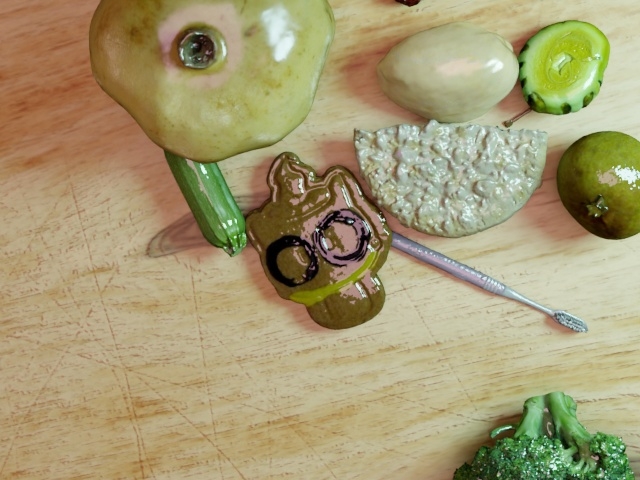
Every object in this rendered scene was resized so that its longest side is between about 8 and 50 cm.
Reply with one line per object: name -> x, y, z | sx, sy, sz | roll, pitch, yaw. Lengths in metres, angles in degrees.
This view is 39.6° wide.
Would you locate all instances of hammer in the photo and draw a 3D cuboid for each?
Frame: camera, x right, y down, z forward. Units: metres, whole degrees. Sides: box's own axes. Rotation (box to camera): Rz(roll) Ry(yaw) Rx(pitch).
hammer -> 0.328, -0.206, 1.322 | 0.123, 0.014, 0.029 | -34, 84, 11

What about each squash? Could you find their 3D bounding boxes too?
squash -> -0.175, -0.076, 1.347 | 0.068, 0.077, 0.219 | -28, 92, -26

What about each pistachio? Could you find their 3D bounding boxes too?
pistachio -> 0.183, -0.237, 1.275 | 0.201, 0.117, 0.145 | -9, 102, 7

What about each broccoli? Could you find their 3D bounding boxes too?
broccoli -> 0.332, 0.349, 1.306 | 0.262, 0.269, 0.241 | -12, 62, 27

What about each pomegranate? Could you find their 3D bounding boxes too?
pomegranate -> -0.145, -0.272, 1.200 | 0.333, 0.332, 0.332 | 1, 98, 4

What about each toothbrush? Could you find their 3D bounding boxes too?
toothbrush -> 0.248, 0.062, 1.358 | 0.354, 0.029, 0.024 | 25, 96, 1

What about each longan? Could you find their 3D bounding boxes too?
longan -> 0.407, -0.073, 1.257 | 0.155, 0.176, 0.145 | 29, 136, 9

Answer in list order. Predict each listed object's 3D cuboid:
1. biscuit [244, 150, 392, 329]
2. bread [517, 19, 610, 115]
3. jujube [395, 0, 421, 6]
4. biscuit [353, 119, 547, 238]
biscuit -> 0.000, 0.000, 1.353 | 0.209, 0.041, 0.290 | -26, 96, 13
bread -> 0.349, -0.245, 1.274 | 0.130, 0.071, 0.139 | -3, 78, 18
jujube -> 0.149, -0.398, 1.280 | 0.077, 0.077, 0.129 | 37, 110, -1
biscuit -> 0.186, -0.091, 1.316 | 0.281, 0.084, 0.179 | 4, 103, 6
